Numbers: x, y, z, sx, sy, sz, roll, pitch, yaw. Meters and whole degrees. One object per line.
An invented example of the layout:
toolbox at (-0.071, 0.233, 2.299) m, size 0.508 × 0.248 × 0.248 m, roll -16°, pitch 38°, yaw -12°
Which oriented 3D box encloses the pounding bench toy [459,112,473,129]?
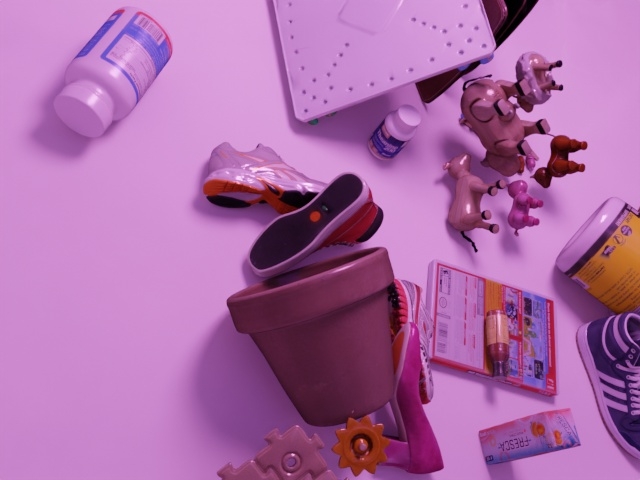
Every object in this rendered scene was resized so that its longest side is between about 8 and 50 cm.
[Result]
pounding bench toy at (0.351, -0.281, 1.572) m, size 0.065 × 0.083 × 0.052 m, roll 32°, pitch 57°, yaw -8°

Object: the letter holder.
letter holder at (0.322, -0.442, 1.507) m, size 0.152 × 0.302 × 0.214 m, roll -4°, pitch 68°, yaw -27°

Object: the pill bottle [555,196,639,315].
pill bottle at (0.660, 0.080, 1.442) m, size 0.334 × 0.188 × 0.188 m, roll 40°, pitch 55°, yaw 11°

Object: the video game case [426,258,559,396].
video game case at (0.329, 0.167, 1.375) m, size 0.285 × 0.025 × 0.204 m, roll 18°, pitch 59°, yaw -16°

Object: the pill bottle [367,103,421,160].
pill bottle at (0.147, -0.214, 1.421) m, size 0.067 × 0.120 × 0.067 m, roll 11°, pitch 61°, yaw -20°

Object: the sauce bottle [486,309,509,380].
sauce bottle at (0.325, 0.191, 1.320) m, size 0.042 × 0.042 × 0.128 m, roll 16°, pitch 61°, yaw -17°

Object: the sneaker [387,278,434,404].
sneaker at (0.166, 0.172, 1.259) m, size 0.093 × 0.088 × 0.225 m, roll 4°, pitch 70°, yaw -36°

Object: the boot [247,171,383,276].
boot at (0.000, 0.000, 1.269) m, size 0.244 × 0.176 × 0.088 m, roll -36°, pitch 63°, yaw 2°

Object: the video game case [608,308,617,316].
video game case at (0.716, 0.209, 1.508) m, size 0.191 × 0.022 × 0.173 m, roll -6°, pitch 67°, yaw -10°

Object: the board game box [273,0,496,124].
board game box at (0.108, -0.450, 1.418) m, size 0.390 × 0.050 × 0.389 m, roll -17°, pitch 67°, yaw 16°

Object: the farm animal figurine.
farm animal figurine at (0.363, -0.186, 1.473) m, size 0.330 × 0.172 × 0.326 m, roll -28°, pitch 108°, yaw -26°

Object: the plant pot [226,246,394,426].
plant pot at (0.012, 0.154, 1.125) m, size 0.263 × 0.263 × 0.229 m, roll -21°, pitch 94°, yaw -32°

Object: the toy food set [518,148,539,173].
toy food set at (0.443, -0.183, 1.605) m, size 0.122 × 0.019 × 0.078 m, roll -33°, pitch 82°, yaw -34°

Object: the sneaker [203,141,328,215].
sneaker at (-0.075, -0.116, 1.287) m, size 0.263 × 0.099 × 0.121 m, roll 11°, pitch 57°, yaw -21°

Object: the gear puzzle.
gear puzzle at (-0.049, 0.360, 1.027) m, size 0.339 × 0.044 × 0.175 m, roll -36°, pitch 92°, yaw -11°

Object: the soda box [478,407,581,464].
soda box at (0.345, 0.330, 1.205) m, size 0.058 × 0.183 × 0.062 m, roll 0°, pitch 67°, yaw -25°

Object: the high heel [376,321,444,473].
high heel at (0.163, 0.259, 1.177) m, size 0.117 × 0.082 × 0.243 m, roll 9°, pitch 85°, yaw -12°

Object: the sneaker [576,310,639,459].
sneaker at (0.605, 0.271, 1.374) m, size 0.099 × 0.153 × 0.282 m, roll -9°, pitch 70°, yaw -28°

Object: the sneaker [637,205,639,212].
sneaker at (0.769, -0.010, 1.651) m, size 0.086 × 0.064 × 0.192 m, roll 35°, pitch 56°, yaw -15°

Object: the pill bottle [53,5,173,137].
pill bottle at (-0.352, -0.282, 1.220) m, size 0.124 × 0.124 × 0.221 m, roll 31°, pitch 57°, yaw -8°
